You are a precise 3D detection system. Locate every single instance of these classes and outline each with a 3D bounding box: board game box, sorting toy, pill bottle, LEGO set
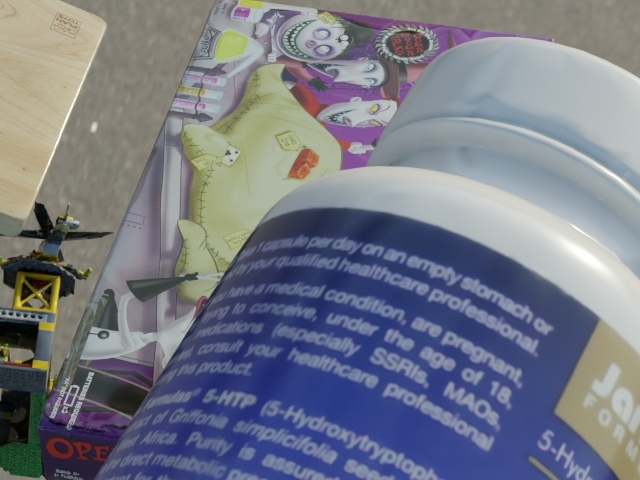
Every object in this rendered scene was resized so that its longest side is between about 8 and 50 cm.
[{"bbox_3d":[0.000,0.000,1.057,0.208,0.056,0.347,11,45,6],"label":"board game box"},{"bbox_3d":[-0.334,-0.120,1.596,0.257,0.089,0.255,22,44,-8],"label":"sorting toy"},{"bbox_3d":[0.018,0.050,0.426,0.112,0.112,0.186,30,61,1],"label":"pill bottle"},{"bbox_3d":[-0.338,0.056,1.660,0.331,0.255,0.192,3,56,1],"label":"LEGO set"}]
